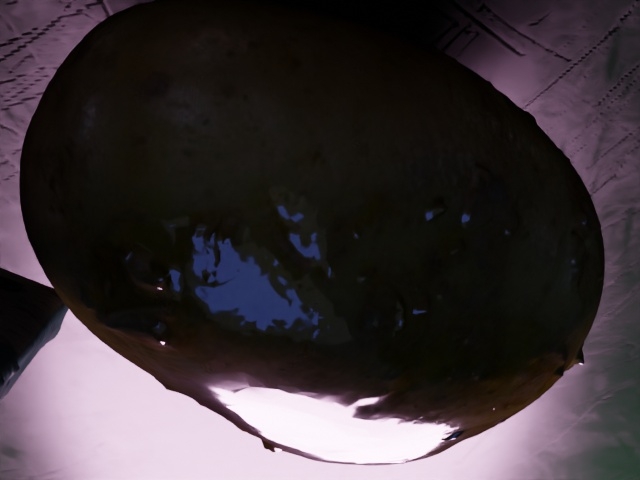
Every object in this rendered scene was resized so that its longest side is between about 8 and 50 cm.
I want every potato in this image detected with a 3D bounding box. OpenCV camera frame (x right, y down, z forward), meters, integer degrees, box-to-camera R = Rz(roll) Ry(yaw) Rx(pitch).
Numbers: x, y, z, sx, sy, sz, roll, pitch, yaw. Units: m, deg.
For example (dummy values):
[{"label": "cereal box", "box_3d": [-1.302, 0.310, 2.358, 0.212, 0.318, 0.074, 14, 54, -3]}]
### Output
[{"label": "potato", "box_3d": [0.000, 0.000, 0.747, 0.210, 0.173, 0.307, -6, 157, 37]}]

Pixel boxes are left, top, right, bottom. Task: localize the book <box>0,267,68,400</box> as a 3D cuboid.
[{"label": "book", "box_3d": [-0.221, -0.003, 0.549, 0.264, 0.031, 0.379, 23, -178, -5]}]
